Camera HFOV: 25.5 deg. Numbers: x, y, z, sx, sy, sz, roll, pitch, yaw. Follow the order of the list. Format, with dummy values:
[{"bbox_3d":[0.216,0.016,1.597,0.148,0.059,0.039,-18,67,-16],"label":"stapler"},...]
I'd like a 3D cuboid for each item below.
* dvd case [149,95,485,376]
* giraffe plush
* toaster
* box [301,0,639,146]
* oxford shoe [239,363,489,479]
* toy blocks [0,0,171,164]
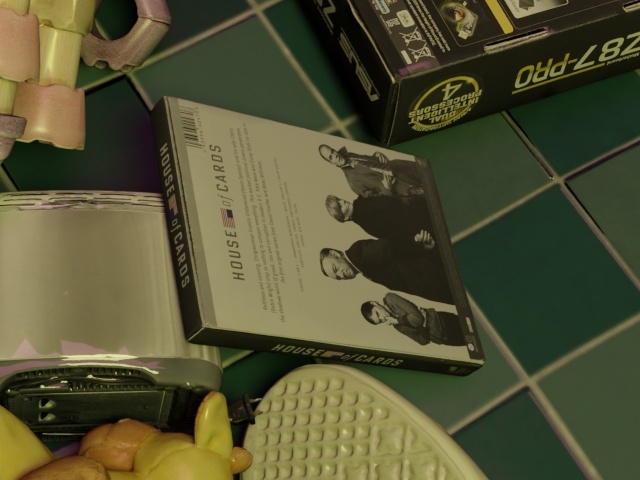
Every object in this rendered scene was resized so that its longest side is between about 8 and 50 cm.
[{"bbox_3d":[0.000,0.000,0.981,0.239,0.029,0.179,10,54,-35],"label":"dvd case"},{"bbox_3d":[-0.124,0.168,0.860,0.210,0.181,0.170,43,43,12],"label":"giraffe plush"},{"bbox_3d":[-0.154,0.053,0.941,0.227,0.129,0.146,-1,62,-11],"label":"toaster"},{"bbox_3d":[0.113,-0.290,1.153,0.318,0.097,0.395,-20,61,-15],"label":"box"},{"bbox_3d":[0.109,0.260,0.889,0.449,0.130,0.169,46,103,25],"label":"oxford shoe"},{"bbox_3d":[-0.286,-0.113,0.982,0.289,0.309,0.260,9,95,8],"label":"toy blocks"}]
